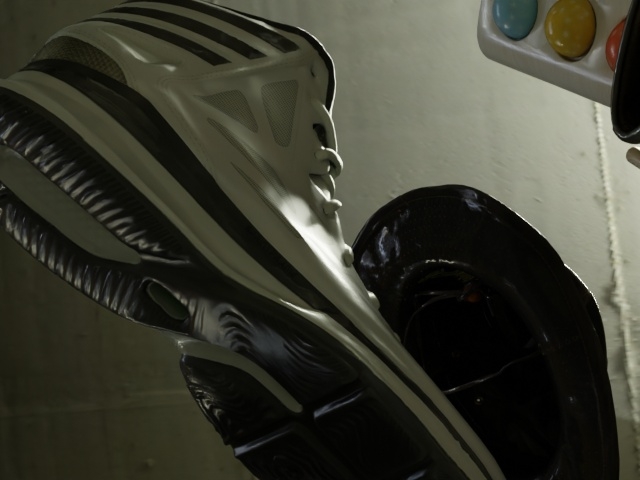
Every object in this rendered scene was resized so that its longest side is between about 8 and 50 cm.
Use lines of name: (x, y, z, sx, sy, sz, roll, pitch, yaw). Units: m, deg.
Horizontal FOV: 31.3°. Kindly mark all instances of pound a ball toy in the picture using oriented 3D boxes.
pound a ball toy: (0.263, -0.143, 1.005, 0.319, 0.135, 0.208, 39, -52, 53)

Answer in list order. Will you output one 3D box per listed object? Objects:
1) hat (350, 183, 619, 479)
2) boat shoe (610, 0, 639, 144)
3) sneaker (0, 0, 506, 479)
hat: (0.162, 0.106, 0.973, 0.331, 0.134, 0.331, 20, -64, 48)
boat shoe: (0.257, -0.181, 0.744, 0.091, 0.305, 0.109, -14, -131, -10)
sneaker: (0.000, -0.001, 0.784, 0.447, 0.257, 0.169, 45, -40, -8)
